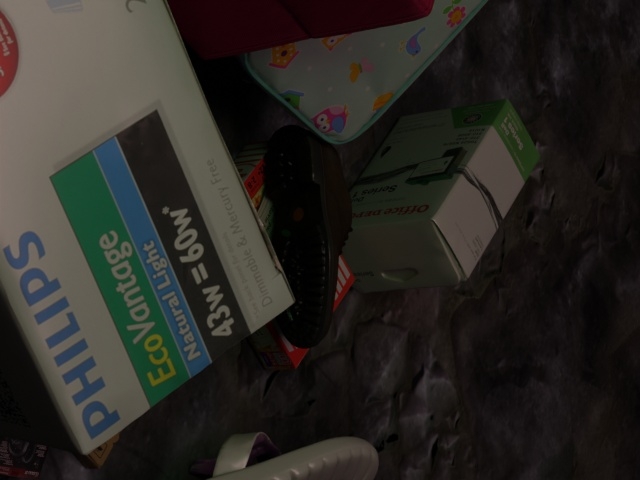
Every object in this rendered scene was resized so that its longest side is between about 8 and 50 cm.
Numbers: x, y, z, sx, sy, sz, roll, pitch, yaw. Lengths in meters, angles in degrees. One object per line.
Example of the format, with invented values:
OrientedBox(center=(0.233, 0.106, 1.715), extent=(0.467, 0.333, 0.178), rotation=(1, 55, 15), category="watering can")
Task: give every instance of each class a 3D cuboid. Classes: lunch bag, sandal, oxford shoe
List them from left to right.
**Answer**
OrientedBox(center=(-0.092, 0.244, 1.878), extent=(0.416, 0.169, 0.102), rotation=(-7, 51, -52), category="sandal")
OrientedBox(center=(0.000, 0.000, 1.974), extent=(0.096, 0.082, 0.227), rotation=(14, 74, -52), category="oxford shoe")
OrientedBox(center=(0.038, -0.241, 1.929), extent=(0.279, 0.108, 0.224), rotation=(-45, 139, 5), category="lunch bag")

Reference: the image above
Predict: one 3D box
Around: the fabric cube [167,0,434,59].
OrientedBox(center=(-0.052, -0.351, 1.731), extent=(0.258, 0.259, 0.254), rotation=(43, 47, -49), category="fabric cube")

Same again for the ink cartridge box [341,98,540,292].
OrientedBox(center=(0.124, -0.049, 2.150), extent=(0.093, 0.160, 0.219), rotation=(59, 44, -27), category="ink cartridge box")

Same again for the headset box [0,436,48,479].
OrientedBox(center=(-0.271, 0.174, 1.708), extent=(0.062, 0.032, 0.083), rotation=(17, 91, -49), category="headset box")

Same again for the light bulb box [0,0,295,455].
OrientedBox(center=(-0.262, -0.057, 1.470), extent=(0.225, 0.361, 0.358), rotation=(-35, 114, -33), category="light bulb box")

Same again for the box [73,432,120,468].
OrientedBox(center=(-0.230, 0.087, 1.794), extent=(0.201, 0.021, 0.164), rotation=(54, 47, -32), category="box")

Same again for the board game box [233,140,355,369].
OrientedBox(center=(-0.052, 0.016, 2.010), extent=(0.193, 0.045, 0.147), rotation=(60, 44, -28), category="board game box")
